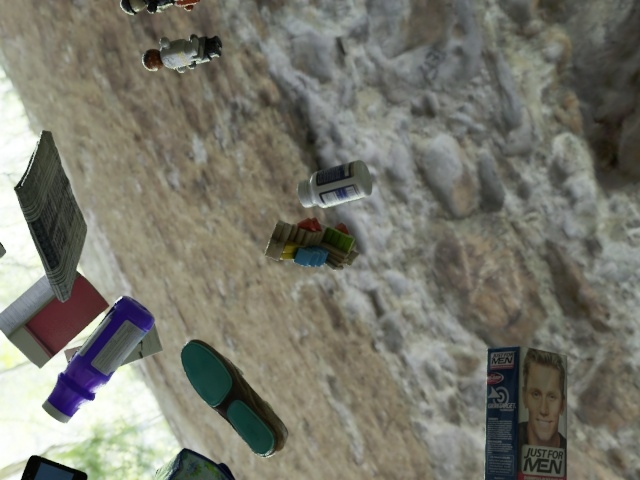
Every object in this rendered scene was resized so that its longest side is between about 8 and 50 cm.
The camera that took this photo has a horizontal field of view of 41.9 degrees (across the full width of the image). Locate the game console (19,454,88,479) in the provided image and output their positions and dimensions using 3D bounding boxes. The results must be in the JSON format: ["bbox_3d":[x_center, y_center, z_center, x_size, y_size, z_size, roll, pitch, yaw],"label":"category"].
[{"bbox_3d":[-0.516,0.469,1.562,0.122,0.107,0.071,18,-12,5],"label":"game console"}]

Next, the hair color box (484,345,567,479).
[{"bbox_3d":[0.475,0.427,1.929,0.105,0.174,0.347,-16,-115,52],"label":"hair color box"}]

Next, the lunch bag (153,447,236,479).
[{"bbox_3d":[-0.219,0.452,1.505,0.151,0.096,0.129,32,-43,-11],"label":"lunch bag"}]

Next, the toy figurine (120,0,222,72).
[{"bbox_3d":[-0.330,-0.479,1.860,0.148,0.213,0.209,-9,-73,16],"label":"toy figurine"}]

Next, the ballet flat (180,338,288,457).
[{"bbox_3d":[-0.196,0.369,1.992,0.342,0.124,0.116,43,-75,20],"label":"ballet flat"}]

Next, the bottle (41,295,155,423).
[{"bbox_3d":[-0.460,0.246,1.727,0.092,0.282,0.118,39,-8,-9],"label":"bottle"}]

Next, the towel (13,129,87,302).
[{"bbox_3d":[-0.640,-0.063,1.985,0.324,0.056,0.312,-100,178,-59],"label":"towel"}]

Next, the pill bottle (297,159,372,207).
[{"bbox_3d":[0.033,-0.133,2.046,0.170,0.094,0.094,-13,-77,22],"label":"pill bottle"}]

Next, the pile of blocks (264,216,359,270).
[{"bbox_3d":[0.000,0.000,2.299,0.149,0.362,0.112,34,-69,33],"label":"pile of blocks"}]

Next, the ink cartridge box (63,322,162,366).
[{"bbox_3d":[-0.535,0.287,2.169,0.148,0.203,0.085,-17,-91,29],"label":"ink cartridge box"}]

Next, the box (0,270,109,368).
[{"bbox_3d":[-0.672,0.181,2.091,0.149,0.232,0.126,24,-27,53],"label":"box"}]

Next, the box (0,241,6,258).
[{"bbox_3d":[-0.700,-0.028,1.410,0.231,0.126,0.262,-12,-61,42],"label":"box"}]
